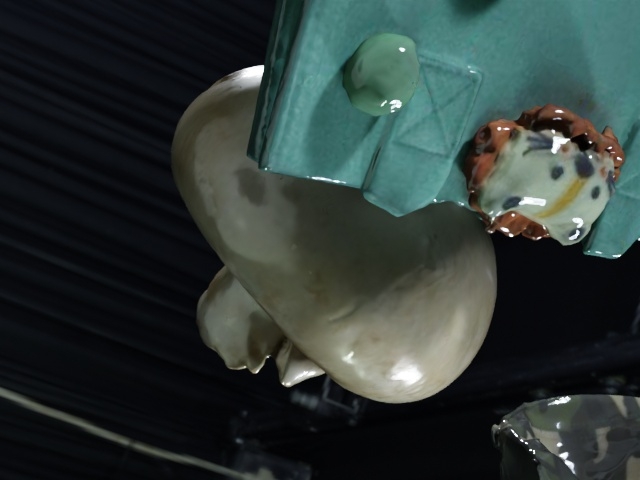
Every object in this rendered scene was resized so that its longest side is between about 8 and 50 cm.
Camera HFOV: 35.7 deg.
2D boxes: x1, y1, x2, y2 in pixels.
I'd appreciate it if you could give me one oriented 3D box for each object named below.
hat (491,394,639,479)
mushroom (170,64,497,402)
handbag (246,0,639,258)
[{"bbox_3d":[0.329,0.333,0.942,0.257,0.366,0.381,-17,-94,23],"label":"hat"},{"bbox_3d":[0.000,0.000,0.599,0.178,0.226,0.226,-38,-146,17],"label":"mushroom"},{"bbox_3d":[0.125,-0.130,0.443,0.100,0.269,0.274,40,-64,60],"label":"handbag"}]
